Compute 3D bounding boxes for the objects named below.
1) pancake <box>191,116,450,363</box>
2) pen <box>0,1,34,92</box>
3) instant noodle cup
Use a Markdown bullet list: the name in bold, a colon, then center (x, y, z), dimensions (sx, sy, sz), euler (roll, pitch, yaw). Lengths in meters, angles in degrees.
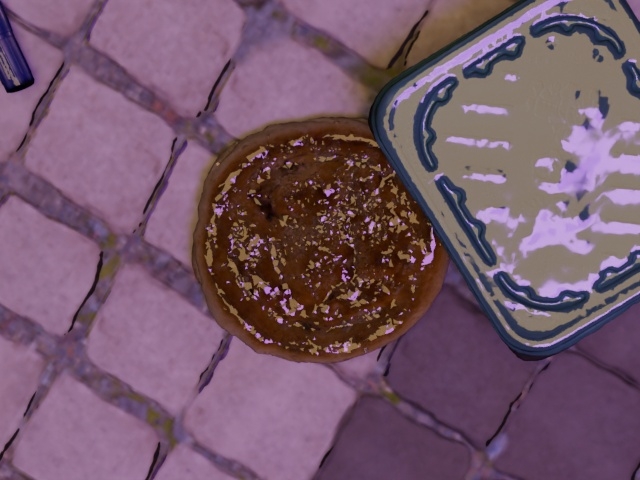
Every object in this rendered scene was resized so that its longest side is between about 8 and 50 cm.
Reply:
- **pancake**: center (0.000, 0.000, 0.948), dimensions (0.158, 0.028, 0.158), euler (0, 94, 4)
- **pen**: center (-0.220, -0.182, 0.952), dimensions (0.025, 0.025, 0.204), euler (-25, 94, 8)
- **instant noodle cup**: center (0.133, -0.043, 0.909), dimensions (0.157, 0.070, 0.179), euler (-32, 92, 7)
